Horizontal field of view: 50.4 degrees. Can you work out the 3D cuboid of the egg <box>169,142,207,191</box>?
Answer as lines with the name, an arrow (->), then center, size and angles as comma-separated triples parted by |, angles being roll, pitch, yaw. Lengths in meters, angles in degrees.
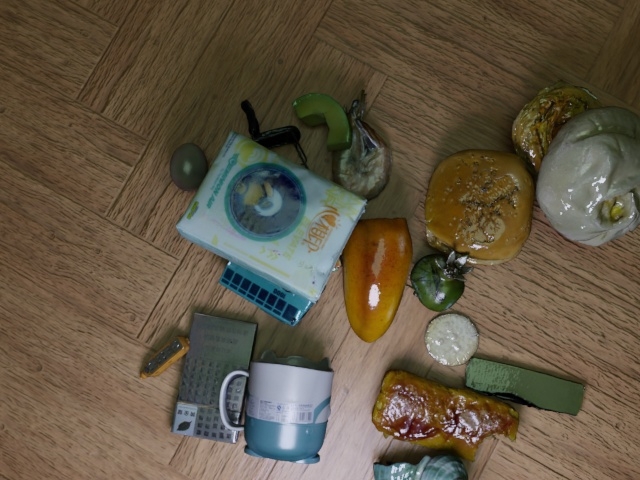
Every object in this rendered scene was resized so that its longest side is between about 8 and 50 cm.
egg -> -0.363, -0.203, 1.875 | 0.103, 0.103, 0.135 | 0, 83, 1

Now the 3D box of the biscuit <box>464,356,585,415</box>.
biscuit -> 0.545, 0.394, 1.832 | 0.322, 0.038, 0.099 | 13, 81, 2

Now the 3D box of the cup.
cup -> -0.116, 0.421, 1.752 | 0.290, 0.219, 0.257 | 6, 85, 7

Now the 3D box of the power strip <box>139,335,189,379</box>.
power strip -> -0.427, 0.322, 1.841 | 0.178, 0.028, 0.049 | -40, 66, 13

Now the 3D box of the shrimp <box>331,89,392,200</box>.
shrimp -> 0.122, -0.263, 1.896 | 0.168, 0.077, 0.317 | 8, 88, -8

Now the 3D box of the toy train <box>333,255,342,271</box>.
toy train -> 0.000, 0.000, 1.867 | 0.099, 0.072, 0.188 | -16, 84, 5

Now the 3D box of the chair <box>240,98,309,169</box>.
chair -> -0.126, -0.280, 1.867 | 0.145, 0.140, 0.221 | -14, 81, -1

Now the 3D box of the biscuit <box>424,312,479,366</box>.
biscuit -> 0.358, 0.271, 1.856 | 0.152, 0.020, 0.152 | 0, 84, 1

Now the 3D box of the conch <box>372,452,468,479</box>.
conch -> 0.278, 0.627, 1.738 | 0.220, 0.277, 0.195 | 47, 67, -33

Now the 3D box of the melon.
melon -> 0.018, -0.326, 1.865 | 0.118, 0.064, 0.209 | -36, 65, 13

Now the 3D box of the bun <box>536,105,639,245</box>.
bun -> 0.735, -0.155, 1.738 | 0.365, 0.219, 0.365 | -8, 118, -16

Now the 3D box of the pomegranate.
pomegranate -> 0.321, 0.102, 1.791 | 0.131, 0.191, 0.152 | -29, 83, -29

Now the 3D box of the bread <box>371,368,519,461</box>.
bread -> 0.328, 0.471, 1.794 | 0.380, 0.109, 0.185 | 16, 84, 1

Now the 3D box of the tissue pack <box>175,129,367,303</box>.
tissue pack -> -0.118, -0.055, 1.687 | 0.388, 0.162, 0.287 | 27, 81, 4

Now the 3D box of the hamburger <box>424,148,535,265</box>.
hamburger -> 0.424, -0.088, 1.825 | 0.284, 0.174, 0.304 | 8, 77, 13

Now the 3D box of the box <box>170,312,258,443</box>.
box -> -0.284, 0.371, 1.843 | 0.180, 0.047, 0.325 | 10, 83, 2

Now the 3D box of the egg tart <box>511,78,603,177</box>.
egg tart -> 0.653, -0.295, 1.867 | 0.297, 0.132, 0.297 | 0, 93, -11

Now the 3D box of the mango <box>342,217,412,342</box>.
mango -> 0.138, 0.103, 1.806 | 0.201, 0.199, 0.350 | 11, 98, 31

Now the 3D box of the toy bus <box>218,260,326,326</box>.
toy bus -> -0.128, 0.116, 1.817 | 0.256, 0.128, 0.147 | 31, 106, 6
